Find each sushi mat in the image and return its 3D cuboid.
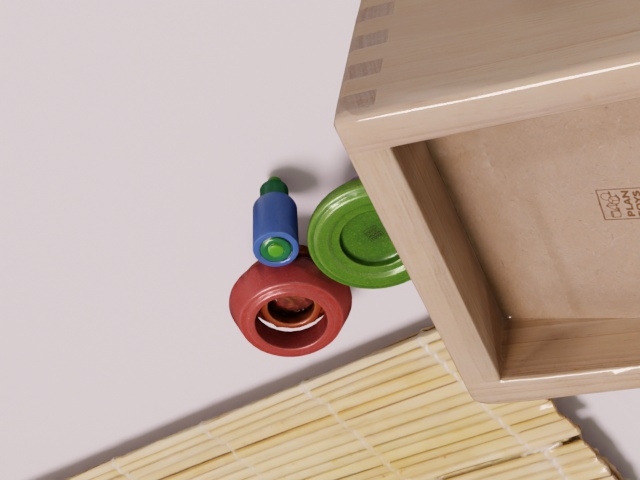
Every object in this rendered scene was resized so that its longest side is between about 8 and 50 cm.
[{"bbox_3d":[-0.005,0.134,0.600,0.316,0.019,0.151,-26,114,35],"label":"sushi mat"}]

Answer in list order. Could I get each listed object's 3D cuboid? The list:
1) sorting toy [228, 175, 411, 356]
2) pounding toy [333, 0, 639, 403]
[{"bbox_3d":[0.000,0.000,0.478,0.061,0.042,0.102,31,122,-26],"label":"sorting toy"},{"bbox_3d":[0.130,-0.009,0.385,0.181,0.094,0.206,-10,133,22],"label":"pounding toy"}]
